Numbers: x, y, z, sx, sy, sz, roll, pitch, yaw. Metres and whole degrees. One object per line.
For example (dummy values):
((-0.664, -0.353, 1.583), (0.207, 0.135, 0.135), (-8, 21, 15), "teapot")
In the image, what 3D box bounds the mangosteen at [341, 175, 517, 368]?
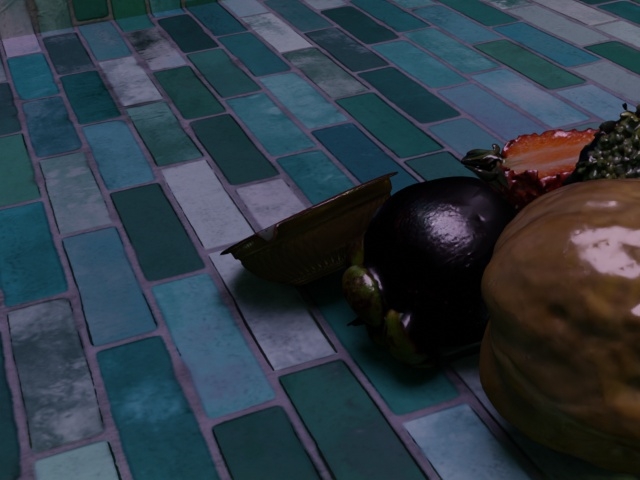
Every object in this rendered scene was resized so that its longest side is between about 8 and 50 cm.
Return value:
((0.138, 0.038, 1.166), (0.243, 0.242, 0.243), (-4, 30, 2), "mangosteen")

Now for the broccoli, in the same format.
((0.488, -0.078, 1.311), (0.273, 0.242, 0.180), (-17, 47, -30), "broccoli")

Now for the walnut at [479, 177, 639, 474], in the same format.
((0.335, 0.090, 0.946), (0.344, 0.306, 0.306), (4, 31, 15), "walnut")

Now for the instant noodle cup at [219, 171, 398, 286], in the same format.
((0.000, 0.000, 1.306), (0.274, 0.090, 0.274), (-24, 0, 0), "instant noodle cup")

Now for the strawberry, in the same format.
((0.363, -0.100, 1.454), (0.286, 0.106, 0.188), (-8, 26, 2), "strawberry")
